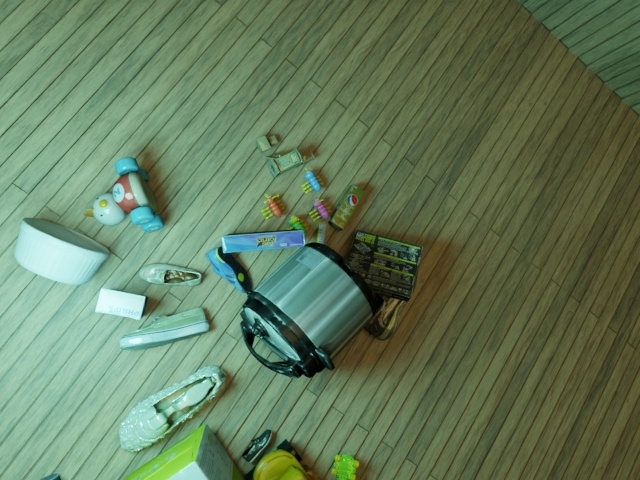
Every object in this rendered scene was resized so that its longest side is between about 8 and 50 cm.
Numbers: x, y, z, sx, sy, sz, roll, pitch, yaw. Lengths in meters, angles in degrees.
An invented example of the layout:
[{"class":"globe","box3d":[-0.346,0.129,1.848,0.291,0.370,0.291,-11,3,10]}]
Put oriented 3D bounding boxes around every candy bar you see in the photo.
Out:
[{"class":"candy bar","box3d":[0.000,0.000,1.972,0.040,0.018,0.162,5,108,-14]}]

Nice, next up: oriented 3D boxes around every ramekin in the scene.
[{"class":"ramekin","box3d":[-0.825,0.040,1.624,0.272,0.273,0.127,25,89,-13]}]

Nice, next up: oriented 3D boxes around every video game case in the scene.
[{"class":"video game case","box3d":[-0.197,-0.001,1.793,0.269,0.244,0.061,-4,93,-5]}]

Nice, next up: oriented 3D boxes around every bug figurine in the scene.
[{"class":"bug figurine","box3d":[-0.075,-0.139,1.962,0.279,0.072,0.216,-36,95,-18]}]

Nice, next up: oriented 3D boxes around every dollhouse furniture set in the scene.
[{"class":"dollhouse furniture set","box3d":[-0.127,-0.355,1.954,0.181,0.101,0.161,-29,93,-18]}]

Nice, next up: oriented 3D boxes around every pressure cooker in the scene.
[{"class":"pressure cooker","box3d":[-0.067,0.258,1.766,0.420,0.370,0.375,-43,93,-20]}]

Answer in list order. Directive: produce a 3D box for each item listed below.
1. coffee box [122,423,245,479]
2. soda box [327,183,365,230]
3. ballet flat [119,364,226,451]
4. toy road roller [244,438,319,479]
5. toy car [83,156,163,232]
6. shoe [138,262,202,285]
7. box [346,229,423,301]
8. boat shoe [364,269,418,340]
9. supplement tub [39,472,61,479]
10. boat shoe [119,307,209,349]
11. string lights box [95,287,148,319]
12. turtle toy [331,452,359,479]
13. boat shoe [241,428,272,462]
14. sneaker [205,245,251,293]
[{"class":"coffee box","box3d":[-0.420,0.841,1.582,0.337,0.338,0.334,-33,93,-6]},{"class":"soda box","box3d":[0.102,-0.129,2.021,0.061,0.058,0.181,33,76,-11]},{"class":"ballet flat","box3d":[-0.500,0.559,1.726,0.409,0.147,0.147,-35,94,-17]},{"class":"toy road roller","box3d":[-0.095,0.874,1.754,0.202,0.240,0.330,-37,95,-17]},{"class":"toy car","box3d":[-0.686,-0.122,1.720,0.237,0.210,0.219,-21,80,-5]},{"class":"shoe","box3d":[-0.525,0.120,1.803,0.219,0.058,0.077,6,82,-16]},{"class":"box","box3d":[0.236,0.094,1.964,0.270,0.060,0.216,14,68,10]},{"class":"boat shoe","box3d":[0.269,0.209,1.997,0.130,0.132,0.355,27,76,-12]},{"class":"supplement tub","box3d":[-0.832,0.843,1.608,0.106,0.106,0.198,-17,88,-18]},{"class":"boat shoe","box3d":[-0.538,0.305,1.769,0.302,0.109,0.094,-9,71,-26]},{"class":"string lights box","box3d":[-0.635,0.205,1.656,0.133,0.259,0.077,14,80,-16]},{"class":"turtle toy","box3d":[0.090,0.854,1.904,0.095,0.066,0.130,15,82,9]},{"class":"boat shoe","box3d":[-0.226,0.729,1.832,0.042,0.049,0.133,45,78,-16]},{"class":"sneaker","box3d":[-0.335,0.113,1.868,0.209,0.082,0.069,54,33,-20]}]
